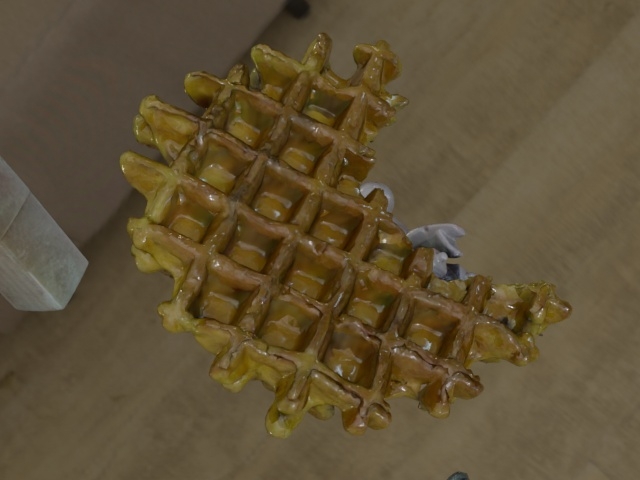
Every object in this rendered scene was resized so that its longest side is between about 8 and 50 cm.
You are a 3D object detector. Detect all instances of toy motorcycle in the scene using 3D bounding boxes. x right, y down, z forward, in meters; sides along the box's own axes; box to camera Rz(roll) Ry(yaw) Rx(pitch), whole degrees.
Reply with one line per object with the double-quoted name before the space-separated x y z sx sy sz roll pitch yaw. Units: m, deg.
"toy motorcycle" 0.038 0.019 1.274 0.260 0.110 0.171 -4 66 42

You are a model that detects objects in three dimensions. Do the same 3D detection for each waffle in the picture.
"waffle" 0.000 0.000 0.845 0.259 0.069 0.293 -19 66 -26

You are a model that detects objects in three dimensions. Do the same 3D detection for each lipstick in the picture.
"lipstick" -0.380 -0.066 1.321 0.079 0.371 0.076 -3 48 31

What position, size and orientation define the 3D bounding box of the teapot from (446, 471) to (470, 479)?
"teapot" 0.156 0.275 1.273 0.083 0.049 0.063 27 58 37
